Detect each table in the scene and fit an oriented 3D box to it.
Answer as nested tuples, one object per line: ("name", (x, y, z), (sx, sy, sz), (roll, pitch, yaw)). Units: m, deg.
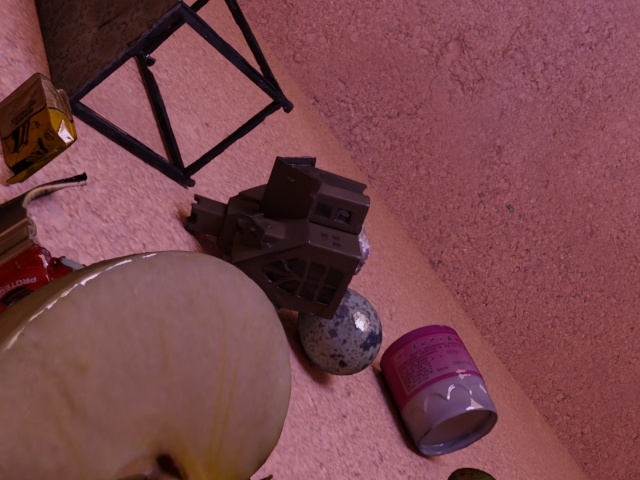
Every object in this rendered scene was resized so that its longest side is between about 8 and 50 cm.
("table", (-0.246, -0.309, 1.078), (0.272, 0.222, 0.335), (34, 26, -52))

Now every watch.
("watch", (-0.233, 0.024, 0.666), (0.165, 0.102, 0.268), (59, 4, -14))

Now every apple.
("apple", (-0.111, 0.170, 0.412), (0.257, 0.233, 0.295), (16, 39, -59))

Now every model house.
("model house", (-0.071, -0.031, 1.043), (0.243, 0.205, 0.211), (15, 29, -12))

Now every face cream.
("face cream", (0.226, 0.288, 1.358), (0.175, 0.175, 0.195), (40, 19, -46))

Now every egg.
("egg", (0.027, 0.139, 1.136), (0.132, 0.132, 0.172), (42, 10, -43))

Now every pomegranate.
("pomegranate", (0.266, 0.473, 1.242), (0.114, 0.114, 0.142), (49, 44, -24))

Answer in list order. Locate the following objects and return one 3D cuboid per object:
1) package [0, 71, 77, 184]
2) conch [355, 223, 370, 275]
("package", (-0.302, -0.113, 0.754), (0.047, 0.071, 0.131), (41, 18, -53))
("conch", (0.000, 0.000, 1.338), (0.178, 0.163, 0.245), (43, 41, 17))
